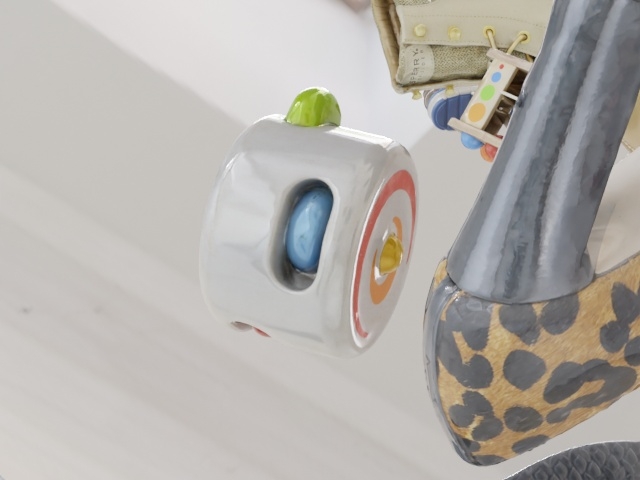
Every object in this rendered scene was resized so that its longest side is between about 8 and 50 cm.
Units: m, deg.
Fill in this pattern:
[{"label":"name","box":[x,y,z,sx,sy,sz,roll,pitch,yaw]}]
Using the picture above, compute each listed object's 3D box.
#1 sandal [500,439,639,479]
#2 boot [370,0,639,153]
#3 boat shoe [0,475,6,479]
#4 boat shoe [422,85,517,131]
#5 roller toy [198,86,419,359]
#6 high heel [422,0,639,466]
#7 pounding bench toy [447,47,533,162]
[{"label":"sandal","box":[0.087,0.151,0.666,0.255,0.054,0.097,-5,-113,-22]},{"label":"boot","box":[0.162,-0.140,1.168,0.204,0.095,0.262,-8,-136,-15]},{"label":"boat shoe","box":[-0.206,0.190,0.955,0.142,0.049,0.040,52,-122,-19]},{"label":"boat shoe","box":[0.199,-0.167,1.581,0.183,0.066,0.066,-7,-138,-13]},{"label":"roller toy","box":[0.000,0.000,1.227,0.146,0.209,0.191,14,-134,19]},{"label":"high heel","box":[0.167,0.011,0.546,0.261,0.186,0.093,10,-159,-21]},{"label":"pounding bench toy","box":[0.136,-0.075,0.968,0.083,0.065,0.052,28,-178,-45]}]
